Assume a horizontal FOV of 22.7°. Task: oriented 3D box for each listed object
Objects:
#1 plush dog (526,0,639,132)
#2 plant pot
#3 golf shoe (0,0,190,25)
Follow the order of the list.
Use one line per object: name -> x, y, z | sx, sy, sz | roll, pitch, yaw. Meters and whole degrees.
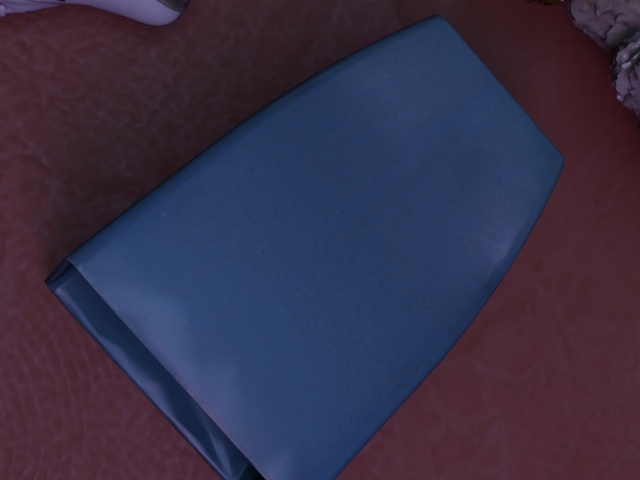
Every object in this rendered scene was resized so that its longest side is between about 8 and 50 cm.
plush dog -> 0.220, -0.124, 0.885 | 0.262, 0.210, 0.225 | -23, 77, -35
plant pot -> 0.000, 0.000, 0.845 | 0.234, 0.165, 0.165 | -43, 95, -14
golf shoe -> -0.163, -0.156, 0.874 | 0.186, 0.067, 0.086 | 24, 113, -7
